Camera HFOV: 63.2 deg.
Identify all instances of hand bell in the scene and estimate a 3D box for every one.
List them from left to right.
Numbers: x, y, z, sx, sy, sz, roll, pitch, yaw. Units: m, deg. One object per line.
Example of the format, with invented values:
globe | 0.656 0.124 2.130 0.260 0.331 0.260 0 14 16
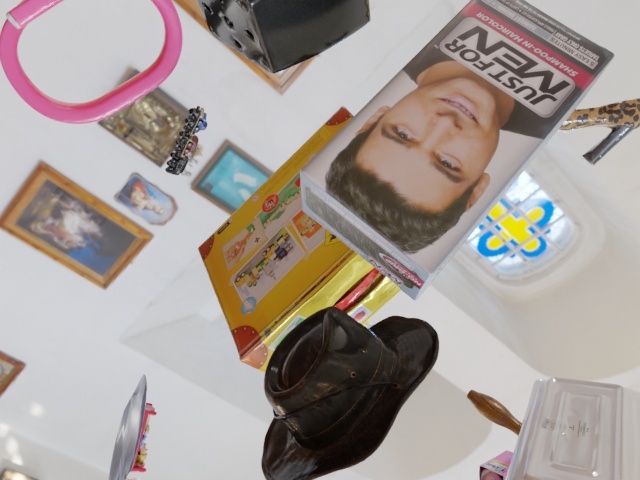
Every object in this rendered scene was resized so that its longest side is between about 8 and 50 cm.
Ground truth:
hand bell | 0.364 0.345 0.923 0.242 0.126 0.126 30 -98 40

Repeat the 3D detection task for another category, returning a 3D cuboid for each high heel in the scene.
high heel | 0.623 -0.329 1.231 0.186 0.261 0.093 -48 177 20

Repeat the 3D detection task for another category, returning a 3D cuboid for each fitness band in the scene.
fitness band | -0.368 -0.317 0.848 0.291 0.209 0.054 -32 -142 -3

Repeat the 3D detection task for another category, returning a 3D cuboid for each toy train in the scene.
toy train | -0.228 -0.167 0.893 0.158 0.036 0.027 -50 -148 42

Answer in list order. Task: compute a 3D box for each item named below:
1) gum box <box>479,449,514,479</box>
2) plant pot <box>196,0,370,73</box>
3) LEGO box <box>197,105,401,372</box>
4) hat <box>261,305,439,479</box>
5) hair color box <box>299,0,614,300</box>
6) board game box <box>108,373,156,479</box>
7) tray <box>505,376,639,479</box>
gum box | 0.401 0.571 1.128 0.062 0.107 0.188 3 -84 51
plant pot | -0.065 -0.337 0.673 0.167 0.188 0.187 -47 159 -11
LEGO box | 0.000 0.000 1.155 0.500 0.193 0.372 -43 -136 9
hat | 0.006 0.188 0.771 0.331 0.134 0.331 -37 -170 8
hair color box | 0.166 -0.131 0.646 0.374 0.185 0.113 -47 166 -15
board game box | -0.242 0.264 0.694 0.168 0.033 0.133 -55 -151 33
tray | 0.322 0.243 0.646 0.145 0.030 0.270 -1 -163 31
